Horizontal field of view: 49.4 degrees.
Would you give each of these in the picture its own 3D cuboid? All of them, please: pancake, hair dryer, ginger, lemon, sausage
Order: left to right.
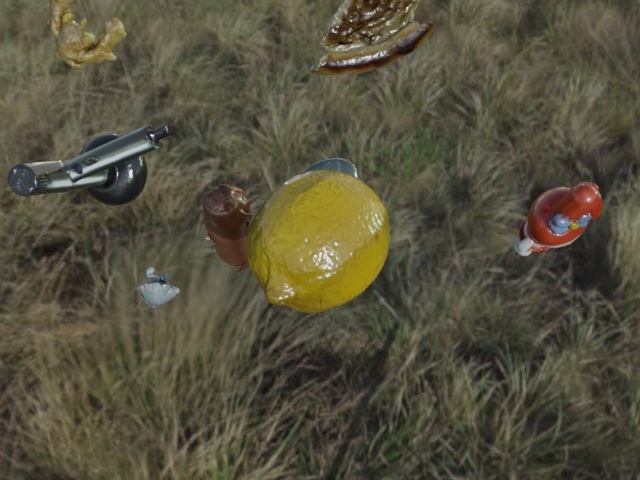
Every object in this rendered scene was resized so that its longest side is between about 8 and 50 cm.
[{"bbox_3d":[-0.430,-0.391,1.199,0.193,0.176,0.052,28,17,-3],"label":"ginger"},{"bbox_3d":[-0.398,-0.137,1.361,0.284,0.155,0.320,-4,8,6],"label":"hair dryer"},{"bbox_3d":[-0.177,-0.019,1.390,0.094,0.419,0.094,22,76,1],"label":"sausage"},{"bbox_3d":[0.000,0.000,0.974,0.188,0.188,0.256,19,44,28],"label":"lemon"},{"bbox_3d":[0.121,-0.432,1.474,0.212,0.257,0.056,17,35,-31],"label":"pancake"}]

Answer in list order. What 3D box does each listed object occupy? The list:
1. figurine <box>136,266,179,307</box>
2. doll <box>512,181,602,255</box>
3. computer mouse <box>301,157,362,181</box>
[{"bbox_3d":[-0.365,0.108,1.576,0.094,0.086,0.082,13,39,-21],"label":"figurine"},{"bbox_3d":[0.543,-0.054,1.585,0.161,0.290,0.130,-33,79,-29],"label":"doll"},{"bbox_3d":[-0.009,-0.013,1.654,0.167,0.379,0.090,17,12,-14],"label":"computer mouse"}]
